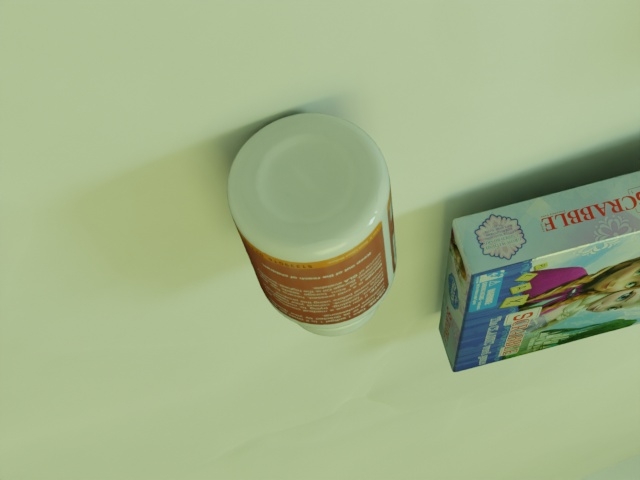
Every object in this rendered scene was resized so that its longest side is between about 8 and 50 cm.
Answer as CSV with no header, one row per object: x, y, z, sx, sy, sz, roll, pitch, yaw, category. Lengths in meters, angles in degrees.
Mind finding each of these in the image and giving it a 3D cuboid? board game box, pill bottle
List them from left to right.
0.000,0.000,0.856,0.121,0.121,0.216,-20,155,-3,pill bottle
0.292,0.030,1.131,0.318,0.065,0.318,-15,156,-2,board game box
